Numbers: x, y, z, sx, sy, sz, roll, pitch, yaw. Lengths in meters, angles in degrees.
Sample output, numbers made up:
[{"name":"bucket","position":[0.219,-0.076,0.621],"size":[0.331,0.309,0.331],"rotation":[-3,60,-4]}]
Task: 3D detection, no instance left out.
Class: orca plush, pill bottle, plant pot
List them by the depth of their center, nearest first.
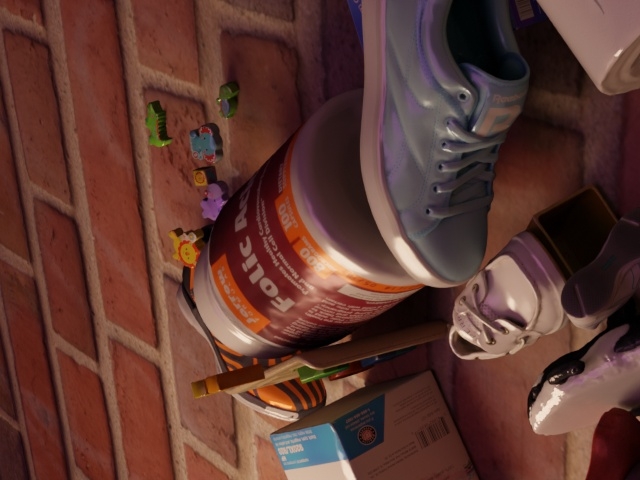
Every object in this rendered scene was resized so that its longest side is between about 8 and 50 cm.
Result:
[{"name":"orca plush","position":[0.299,0.091,1.223],"size":[0.287,0.151,0.102],"rotation":[118,153,-52]},{"name":"plant pot","position":[0.253,0.007,1.257],"size":[0.081,0.081,0.083],"rotation":[58,158,12]},{"name":"pill bottle","position":[0.000,0.000,1.450],"size":[0.224,0.224,0.392],"rotation":[62,149,7]}]

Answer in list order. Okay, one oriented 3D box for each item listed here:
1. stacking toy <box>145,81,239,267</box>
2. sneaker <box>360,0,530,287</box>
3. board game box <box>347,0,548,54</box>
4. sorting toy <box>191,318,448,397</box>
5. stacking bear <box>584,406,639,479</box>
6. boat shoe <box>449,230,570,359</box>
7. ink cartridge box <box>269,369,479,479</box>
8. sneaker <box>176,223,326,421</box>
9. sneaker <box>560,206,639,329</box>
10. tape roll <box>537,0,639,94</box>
[{"name":"stacking toy","position":[-0.145,-0.093,1.651],"size":[0.052,0.167,0.221],"rotation":[-1,106,35]},{"name":"sneaker","position":[0.126,-0.116,1.164],"size":[0.150,0.135,0.366],"rotation":[19,124,53]},{"name":"board game box","position":[0.095,-0.364,1.253],"size":[0.233,0.078,0.347],"rotation":[-7,103,54]},{"name":"sorting toy","position":[-0.022,0.160,1.507],"size":[0.229,0.307,0.041],"rotation":[-25,79,56]},{"name":"stacking bear","position":[0.397,0.280,1.154],"size":[0.289,0.175,0.164],"rotation":[4,147,41]},{"name":"boat shoe","position":[0.186,0.076,1.283],"size":[0.098,0.096,0.277],"rotation":[60,169,18]},{"name":"ink cartridge box","position":[0.081,0.312,1.576],"size":[0.168,0.171,0.233],"rotation":[-25,88,56]},{"name":"sneaker","position":[-0.099,0.100,1.739],"size":[0.321,0.124,0.180],"rotation":[44,140,30]},{"name":"sneaker","position":[0.288,0.024,1.179],"size":[0.053,0.152,0.061],"rotation":[44,175,31]},{"name":"tape roll","position":[0.292,-0.225,0.886],"size":[0.100,0.286,0.286],"rotation":[59,145,11]}]
